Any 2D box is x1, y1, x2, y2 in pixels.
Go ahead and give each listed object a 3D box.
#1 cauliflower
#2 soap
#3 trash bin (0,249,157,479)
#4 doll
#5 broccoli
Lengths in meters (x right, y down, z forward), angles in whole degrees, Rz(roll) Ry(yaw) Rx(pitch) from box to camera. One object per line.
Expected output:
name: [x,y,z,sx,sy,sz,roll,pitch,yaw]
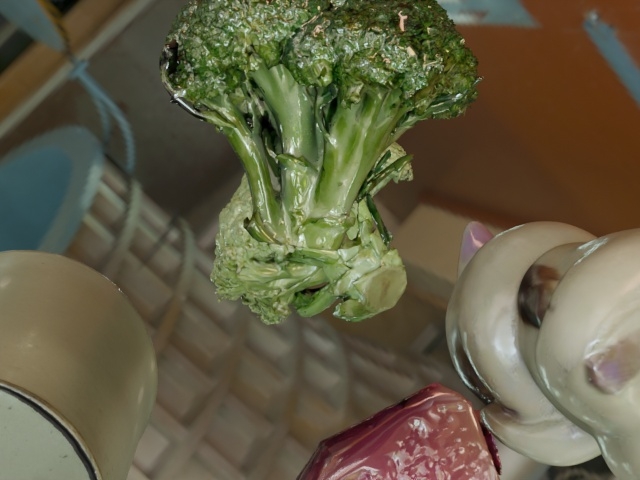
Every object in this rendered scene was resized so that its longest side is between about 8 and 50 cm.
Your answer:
cauliflower: [0.000,0.000,1.699,0.250,0.272,0.275,47,148,16]
soap: [0.091,0.334,1.682,0.220,0.324,0.127,64,173,6]
trash bin: [-0.307,0.178,1.264,0.280,0.280,0.432,44,-174,-11]
doll: [0.239,0.088,1.111,0.215,0.226,0.370,38,161,-16]
broccoli: [0.011,-0.133,1.220,0.303,0.284,0.321,7,-178,32]
